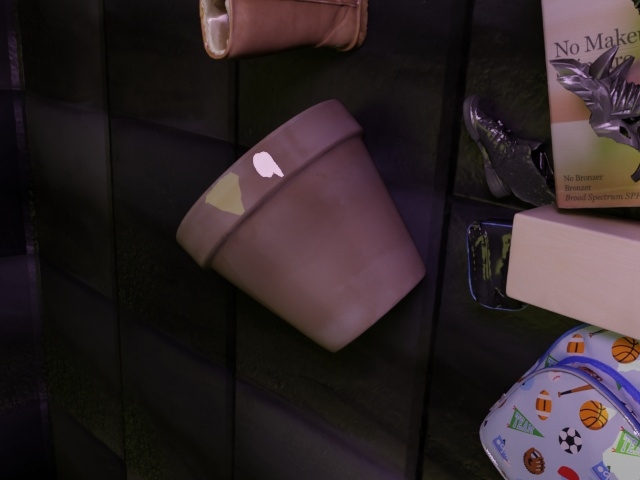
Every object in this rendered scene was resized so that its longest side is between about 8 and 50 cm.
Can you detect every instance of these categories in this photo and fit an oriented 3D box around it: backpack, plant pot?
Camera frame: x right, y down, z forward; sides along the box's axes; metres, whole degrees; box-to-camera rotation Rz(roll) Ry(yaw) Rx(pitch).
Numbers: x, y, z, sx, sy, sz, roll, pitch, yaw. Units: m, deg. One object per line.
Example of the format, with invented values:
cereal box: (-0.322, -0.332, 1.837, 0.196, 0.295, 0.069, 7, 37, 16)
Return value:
backpack: (0.335, 0.214, 0.777, 0.276, 0.213, 0.263, 48, 120, 30)
plant pot: (0.000, 0.000, 1.021, 0.280, 0.323, 0.323, 48, 133, 4)
backpack: (0.250, 0.030, 0.891, 0.105, 0.084, 0.114, 8, 103, 42)

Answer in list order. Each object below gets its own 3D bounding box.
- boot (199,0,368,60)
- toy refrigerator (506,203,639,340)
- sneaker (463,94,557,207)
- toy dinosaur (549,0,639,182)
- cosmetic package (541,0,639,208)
boot: (-0.041, -0.374, 0.952, 0.089, 0.269, 0.236, 7, 106, 45)
toy refrigerator: (0.338, 0.040, 0.713, 0.269, 0.094, 0.102, 18, 114, 46)
sneaker: (0.251, -0.118, 0.880, 0.089, 0.051, 0.170, -17, 93, 47)
toy dinosaur: (0.318, -0.162, 0.547, 0.218, 0.164, 0.322, -33, 60, 30)
cosmetic package: (0.332, -0.188, 0.716, 0.153, 0.129, 0.296, -1, 100, 47)
